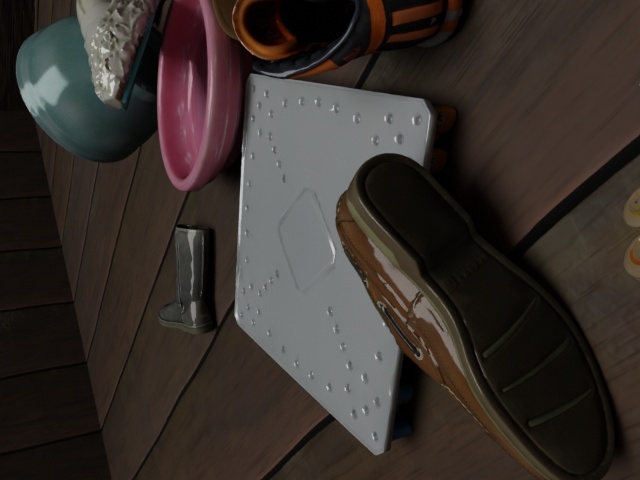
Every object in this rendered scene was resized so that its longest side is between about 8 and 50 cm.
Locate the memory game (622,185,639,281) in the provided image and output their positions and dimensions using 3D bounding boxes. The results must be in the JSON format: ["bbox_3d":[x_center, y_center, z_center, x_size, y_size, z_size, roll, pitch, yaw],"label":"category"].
[{"bbox_3d":[0.240,-0.035,0.313,0.186,0.012,0.186,-53,18,26],"label":"memory game"}]

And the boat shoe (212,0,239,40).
[{"bbox_3d":[-0.082,-0.443,0.776,0.123,0.123,0.341,-95,7,-67],"label":"boat shoe"}]

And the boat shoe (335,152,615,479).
[{"bbox_3d":[0.122,0.068,0.513,0.307,0.111,0.104,58,152,16],"label":"boat shoe"}]

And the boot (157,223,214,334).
[{"bbox_3d":[-0.275,0.072,1.182,0.190,0.076,0.208,2,104,43],"label":"boot"}]

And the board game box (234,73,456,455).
[{"bbox_3d":[0.000,0.000,0.757,0.390,0.050,0.389,29,119,53],"label":"board game box"}]

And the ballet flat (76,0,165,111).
[{"bbox_3d":[-0.325,-0.394,0.983,0.147,0.147,0.408,-34,39,55],"label":"ballet flat"}]

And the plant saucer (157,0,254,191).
[{"bbox_3d":[-0.191,-0.245,0.965,0.332,0.084,0.332,2,92,62],"label":"plant saucer"}]

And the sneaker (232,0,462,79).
[{"bbox_3d":[-0.024,-0.251,0.613,0.321,0.180,0.124,30,136,53],"label":"sneaker"}]

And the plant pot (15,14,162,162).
[{"bbox_3d":[-0.407,-0.325,1.171,0.196,0.293,0.293,-20,77,29],"label":"plant pot"}]
